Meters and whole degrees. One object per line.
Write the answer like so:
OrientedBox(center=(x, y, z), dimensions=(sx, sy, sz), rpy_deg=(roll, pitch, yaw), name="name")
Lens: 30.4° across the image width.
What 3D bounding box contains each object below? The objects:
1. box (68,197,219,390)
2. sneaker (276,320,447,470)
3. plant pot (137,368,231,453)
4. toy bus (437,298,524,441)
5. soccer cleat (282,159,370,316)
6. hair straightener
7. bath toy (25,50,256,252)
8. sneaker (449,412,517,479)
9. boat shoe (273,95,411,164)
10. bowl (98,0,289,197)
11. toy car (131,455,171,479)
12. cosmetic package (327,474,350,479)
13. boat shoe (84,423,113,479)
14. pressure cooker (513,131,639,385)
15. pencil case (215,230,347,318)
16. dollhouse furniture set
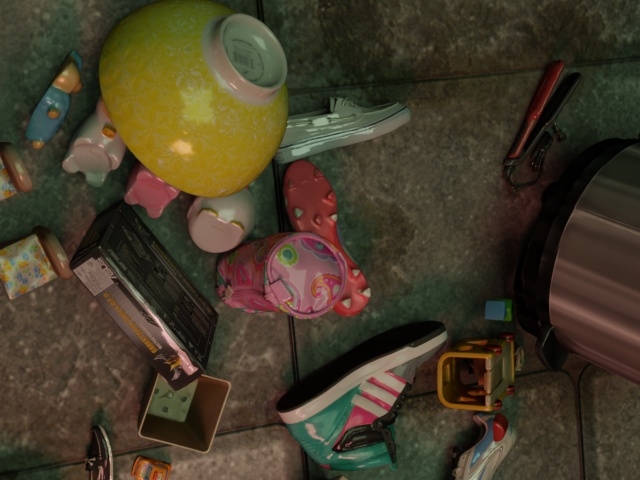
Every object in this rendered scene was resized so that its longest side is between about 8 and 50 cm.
OrientedBox(center=(-0.239, 0.072, 1.639), dimensions=(0.056, 0.183, 0.231), rpy_deg=(-33, 108, 13), name="box")
OrientedBox(center=(0.094, 0.259, 1.816), dimensions=(0.295, 0.124, 0.178), rpy_deg=(-28, 105, -16), name="sneaker")
OrientedBox(center=(-0.207, 0.234, 1.713), dimensions=(0.109, 0.096, 0.109), rpy_deg=(19, 89, -21), name="plant pot")
OrientedBox(center=(0.247, 0.201, 1.862), dimensions=(0.202, 0.104, 0.191), rpy_deg=(68, 31, -47), name="toy bus")
OrientedBox(center=(0.000, 0.000, 1.786), dimensions=(0.083, 0.095, 0.248), rpy_deg=(-24, 89, -21), name="soccer cleat")
OrientedBox(center=(0.369, -0.173, 1.918), dimensions=(0.089, 0.047, 0.231), rpy_deg=(26, 86, -21), name="hair straightener")
OrientedBox(center=(-0.232, -0.122, 1.661), dimensions=(0.348, 0.129, 0.151), rpy_deg=(34, 127, -18), name="bath toy")
OrientedBox(center=(0.235, 0.389, 1.904), dimensions=(0.086, 0.085, 0.237), rpy_deg=(26, 75, 8), name="sneaker")
OrientedBox(center=(0.029, -0.181, 1.769), dimensions=(0.226, 0.083, 0.076), rpy_deg=(-20, 103, -17), name="boat shoe")
OrientedBox(center=(-0.137, -0.220, 1.591), dimensions=(0.289, 0.156, 0.290), rpy_deg=(24, 53, -35), name="bowl")
OrientedBox(center=(-0.224, 0.312, 1.744), dimensions=(0.060, 0.040, 0.122), rpy_deg=(38, 82, -20), name="toy car")
OrientedBox(center=(0.086, 0.502, 1.767), dimensions=(0.296, 0.153, 0.129), rpy_deg=(43, 73, 5), name="cosmetic package")
OrientedBox(center=(-0.322, 0.328, 1.708), dimensions=(0.038, 0.046, 0.125), rpy_deg=(-11, 107, -24), name="boat shoe")
OrientedBox(center=(0.517, 0.032, 1.816), dimensions=(0.369, 0.420, 0.376), rpy_deg=(-18, 121, -42), name="pressure cooker")
OrientedBox(center=(-0.062, 0.051, 1.653), dimensions=(0.124, 0.284, 0.124), rpy_deg=(1, 88, -21), name="pencil case")
OrientedBox(center=(-0.546, -0.039, 1.472), dimensions=(0.362, 0.256, 0.394), rpy_deg=(-26, 104, -16), name="dollhouse furniture set")
